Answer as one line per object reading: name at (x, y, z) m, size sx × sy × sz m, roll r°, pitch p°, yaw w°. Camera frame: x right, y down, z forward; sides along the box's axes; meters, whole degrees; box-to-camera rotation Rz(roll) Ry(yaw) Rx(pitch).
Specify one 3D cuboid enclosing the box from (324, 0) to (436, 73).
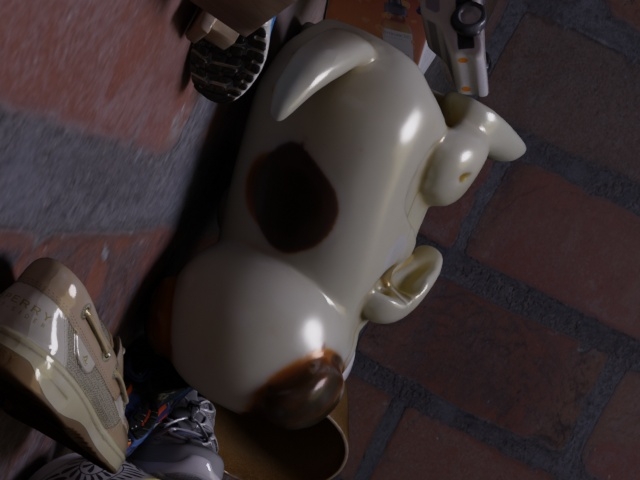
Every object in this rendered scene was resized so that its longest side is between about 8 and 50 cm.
box at (0.083, -0.280, 1.419) m, size 0.091 × 0.130 × 0.170 m, roll -57°, pitch 168°, yaw -33°

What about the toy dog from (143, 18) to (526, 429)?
toy dog at (0.000, 0.000, 1.262) m, size 0.408 × 0.284 × 0.395 m, roll -62°, pitch 171°, yaw 2°

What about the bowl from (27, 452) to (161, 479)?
bowl at (-0.238, 0.258, 1.155) m, size 0.170 × 0.080 × 0.170 m, roll -33°, pitch 155°, yaw -17°

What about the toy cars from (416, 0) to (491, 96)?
toy cars at (0.121, -0.345, 1.236) m, size 0.176 × 0.087 × 0.394 m, roll -61°, pitch 145°, yaw -73°

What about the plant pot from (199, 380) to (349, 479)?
plant pot at (-0.057, 0.208, 1.828) m, size 0.254 × 0.237 × 0.237 m, roll -77°, pitch -176°, yaw -47°

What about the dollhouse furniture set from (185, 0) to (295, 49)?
dollhouse furniture set at (-0.030, -0.333, 0.837) m, size 0.303 × 0.173 × 0.355 m, roll -64°, pitch -163°, yaw -13°

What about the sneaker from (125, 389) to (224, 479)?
sneaker at (-0.168, 0.214, 1.353) m, size 0.115 × 0.105 × 0.281 m, roll -69°, pitch -161°, yaw -6°

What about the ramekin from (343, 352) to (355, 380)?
ramekin at (-0.053, 0.098, 1.508) m, size 0.207 × 0.207 × 0.109 m, roll -53°, pitch 157°, yaw -52°

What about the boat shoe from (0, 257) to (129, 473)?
boat shoe at (-0.196, 0.106, 0.957) m, size 0.098 × 0.109 × 0.302 m, roll -60°, pitch 165°, yaw -20°

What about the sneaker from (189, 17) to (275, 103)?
sneaker at (-0.059, -0.193, 1.036) m, size 0.162 × 0.063 × 0.073 m, roll -66°, pitch 175°, yaw 14°

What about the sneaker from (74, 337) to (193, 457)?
sneaker at (-0.200, 0.172, 1.280) m, size 0.087 × 0.083 × 0.221 m, roll -51°, pitch 175°, yaw 27°
